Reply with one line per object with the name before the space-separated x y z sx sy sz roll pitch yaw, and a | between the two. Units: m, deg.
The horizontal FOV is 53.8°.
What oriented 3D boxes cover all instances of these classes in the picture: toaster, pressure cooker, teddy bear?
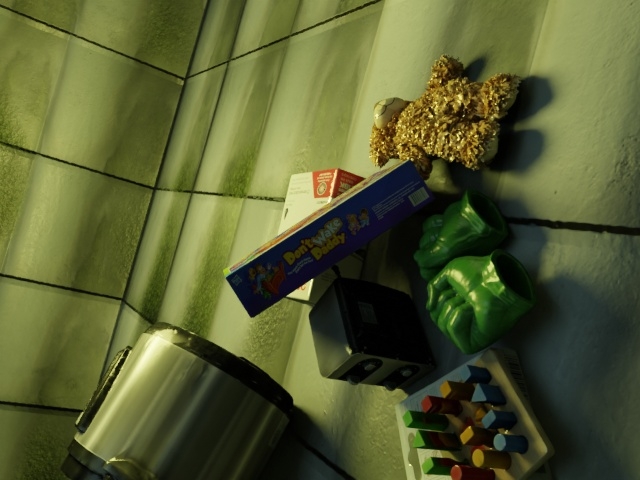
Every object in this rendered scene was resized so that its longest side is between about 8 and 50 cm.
toaster | 0.079 0.153 1.060 0.110 0.168 0.185 -51 38 35
pressure cooker | -0.295 0.418 1.260 0.376 0.370 0.420 4 58 49
teddy bear | 0.197 -0.210 1.105 0.245 0.113 0.338 -64 31 11

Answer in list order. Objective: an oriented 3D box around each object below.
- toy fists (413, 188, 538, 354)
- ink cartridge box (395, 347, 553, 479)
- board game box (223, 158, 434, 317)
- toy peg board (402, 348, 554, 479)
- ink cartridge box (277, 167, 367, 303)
toy fists | 0.212 0.044 0.934 0.142 0.096 0.279 -53 25 31
ink cartridge box | 0.208 0.285 0.907 0.232 0.066 0.189 -52 36 46
board game box | 0.000 -0.005 1.089 0.347 0.078 0.233 -33 5 -9
toy peg board | 0.188 0.248 0.817 0.160 0.079 0.161 -59 32 30
ink cartridge box | 0.000 0.000 1.320 0.197 0.114 0.272 1 78 58
